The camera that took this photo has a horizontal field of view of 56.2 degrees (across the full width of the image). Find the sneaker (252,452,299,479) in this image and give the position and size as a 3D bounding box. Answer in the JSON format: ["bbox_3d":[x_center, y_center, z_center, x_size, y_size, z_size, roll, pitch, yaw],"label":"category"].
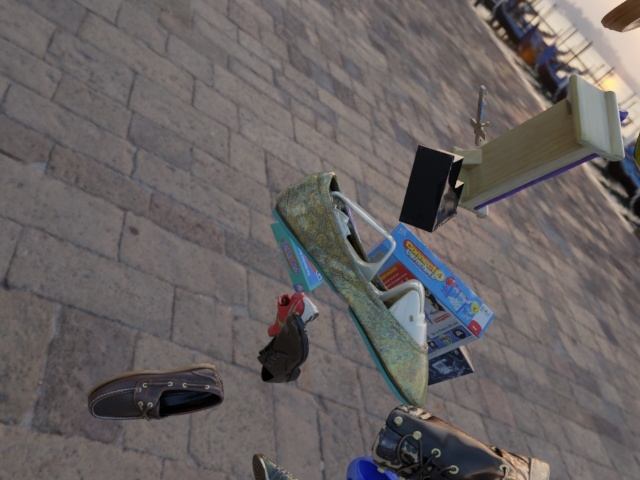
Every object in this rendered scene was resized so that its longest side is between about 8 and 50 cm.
[{"bbox_3d":[-0.095,0.587,1.443,0.086,0.064,0.192,3,22,-29],"label":"sneaker"}]

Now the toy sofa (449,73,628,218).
[{"bbox_3d":[0.454,-0.174,1.265,0.177,0.363,0.150,19,63,-27],"label":"toy sofa"}]

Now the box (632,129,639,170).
[{"bbox_3d":[0.484,-0.135,0.839,0.043,0.105,0.179,8,34,13],"label":"box"}]

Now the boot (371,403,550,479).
[{"bbox_3d":[0.217,0.404,0.992,0.284,0.138,0.377,22,15,23],"label":"boot"}]

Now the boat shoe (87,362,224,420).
[{"bbox_3d":[-0.254,0.243,0.933,0.207,0.073,0.073,-10,35,-15],"label":"boat shoe"}]

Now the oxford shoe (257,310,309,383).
[{"bbox_3d":[-0.084,0.245,1.308,0.096,0.227,0.082,-7,44,-27],"label":"oxford shoe"}]

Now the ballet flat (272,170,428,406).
[{"bbox_3d":[0.070,0.057,0.802,0.348,0.123,0.123,56,30,4],"label":"ballet flat"}]

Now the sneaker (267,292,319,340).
[{"bbox_3d":[-0.097,0.226,1.859,0.107,0.279,0.118,-25,81,-37],"label":"sneaker"}]

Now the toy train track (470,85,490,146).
[{"bbox_3d":[0.211,-0.161,0.777,0.048,0.014,0.083,-109,-171,-49],"label":"toy train track"}]

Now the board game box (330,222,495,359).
[{"bbox_3d":[0.210,0.144,1.458,0.302,0.308,0.086,45,57,0],"label":"board game box"}]

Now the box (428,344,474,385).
[{"bbox_3d":[0.329,0.314,1.697,0.156,0.158,0.093,56,24,-26],"label":"box"}]

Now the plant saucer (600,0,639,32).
[{"bbox_3d":[0.609,-0.426,1.068,0.200,0.200,0.037,-19,87,-59],"label":"plant saucer"}]

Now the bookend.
[{"bbox_3d":[0.233,-0.114,1.183,0.072,0.157,0.156,23,26,24],"label":"bookend"}]

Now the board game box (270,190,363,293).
[{"bbox_3d":[0.000,0.000,1.306,0.210,0.047,0.160,-31,104,-45],"label":"board game box"}]

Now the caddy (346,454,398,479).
[{"bbox_3d":[0.207,0.728,1.614,0.179,0.241,0.341,-13,48,-39],"label":"caddy"}]
